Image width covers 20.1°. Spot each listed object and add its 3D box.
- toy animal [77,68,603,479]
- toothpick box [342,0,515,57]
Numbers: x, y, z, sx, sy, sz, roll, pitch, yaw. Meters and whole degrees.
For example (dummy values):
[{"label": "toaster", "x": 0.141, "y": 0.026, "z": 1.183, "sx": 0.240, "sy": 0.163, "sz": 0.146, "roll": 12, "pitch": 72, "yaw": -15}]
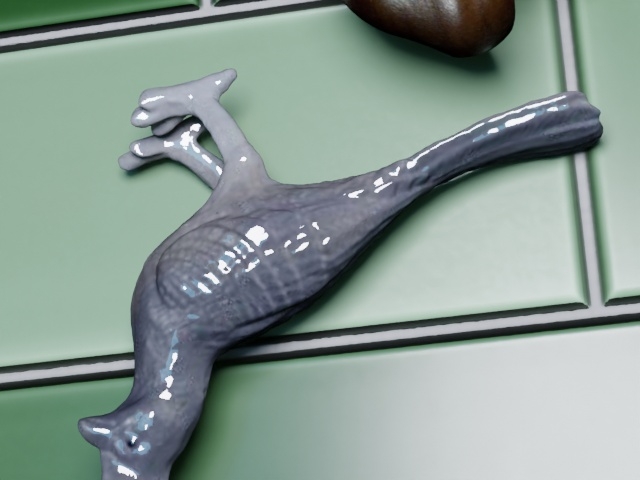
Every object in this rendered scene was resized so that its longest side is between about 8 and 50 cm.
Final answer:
[{"label": "toy animal", "x": -0.035, "y": -0.012, "z": 1.058, "sx": 0.367, "sy": 0.081, "sz": 0.206, "roll": -40, "pitch": 66, "yaw": -10}, {"label": "toothpick box", "x": 0.128, "y": -0.232, "z": 1.033, "sx": 0.294, "sy": 0.192, "sz": 0.192, "roll": -28, "pitch": 70, "yaw": -2}]
